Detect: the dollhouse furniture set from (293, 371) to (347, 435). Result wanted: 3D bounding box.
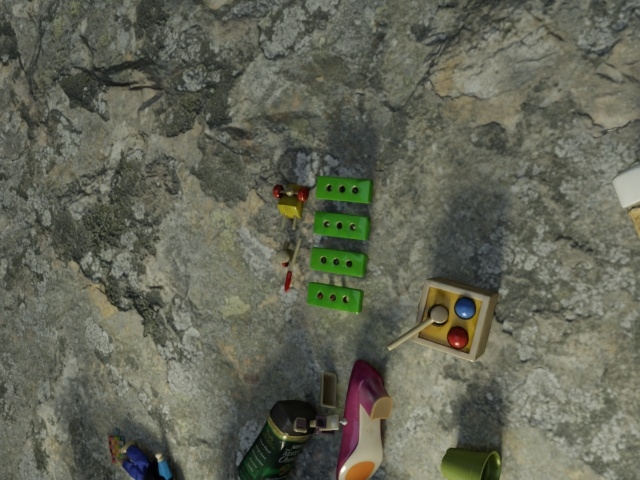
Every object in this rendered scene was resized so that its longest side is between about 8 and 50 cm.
[{"bbox_3d":[0.009,0.294,1.064,0.081,0.090,0.115,-33,48,53],"label":"dollhouse furniture set"}]

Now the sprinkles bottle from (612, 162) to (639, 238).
[{"bbox_3d":[0.526,0.053,0.788,0.121,0.121,0.356,-23,80,26],"label":"sprinkles bottle"}]

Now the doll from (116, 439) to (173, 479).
[{"bbox_3d":[-0.382,0.532,1.317,0.188,0.046,0.129,26,103,26],"label":"doll"}]

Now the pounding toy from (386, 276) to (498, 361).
[{"bbox_3d":[0.205,0.135,0.971,0.141,0.100,0.130,15,97,27],"label":"pounding toy"}]

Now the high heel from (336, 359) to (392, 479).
[{"bbox_3d":[0.064,0.348,1.079,0.117,0.082,0.244,-127,43,-58],"label":"high heel"}]

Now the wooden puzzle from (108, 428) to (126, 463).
[{"bbox_3d":[-0.491,0.498,1.397,0.049,0.006,0.083,-11,85,28],"label":"wooden puzzle"}]

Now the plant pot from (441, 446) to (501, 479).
[{"bbox_3d":[0.248,0.383,0.968,0.079,0.083,0.084,4,92,40],"label":"plant pot"}]

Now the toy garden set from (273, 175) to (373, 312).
[{"bbox_3d":[0.000,0.000,1.113,0.203,0.049,0.245,7,94,26],"label":"toy garden set"}]

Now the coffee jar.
[{"bbox_3d":[-0.081,0.396,1.125,0.079,0.096,0.185,42,110,42],"label":"coffee jar"}]
